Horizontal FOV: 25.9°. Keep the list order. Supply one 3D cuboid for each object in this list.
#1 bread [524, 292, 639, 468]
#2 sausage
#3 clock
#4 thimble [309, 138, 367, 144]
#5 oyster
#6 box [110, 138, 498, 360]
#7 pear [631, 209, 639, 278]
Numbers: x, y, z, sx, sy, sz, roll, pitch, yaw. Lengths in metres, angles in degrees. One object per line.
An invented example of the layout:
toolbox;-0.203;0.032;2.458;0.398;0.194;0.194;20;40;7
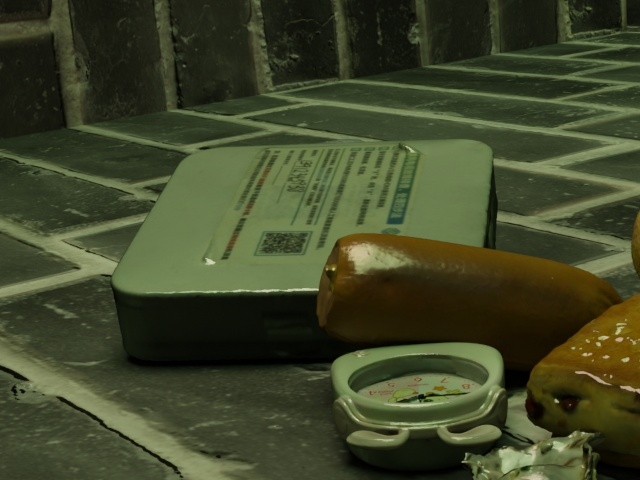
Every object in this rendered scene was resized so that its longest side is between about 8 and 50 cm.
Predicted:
bread;0.307;0.117;1.131;0.210;0.099;0.235;6;23;45
sausage;0.160;0.063;1.300;0.328;0.112;0.112;9;12;-9
clock;0.083;0.142;1.167;0.151;0.062;0.191;-3;14;3
thimble;0.004;-0.062;1.839;0.117;0.151;0.127;-9;55;-29
oyster;0.153;0.180;1.008;0.108;0.053;0.166;-1;13;11
box;0.000;0.001;1.560;0.396;0.111;0.396;-1;27;11
pear;0.393;0.005;1.390;0.178;0.178;0.178;-5;14;1
